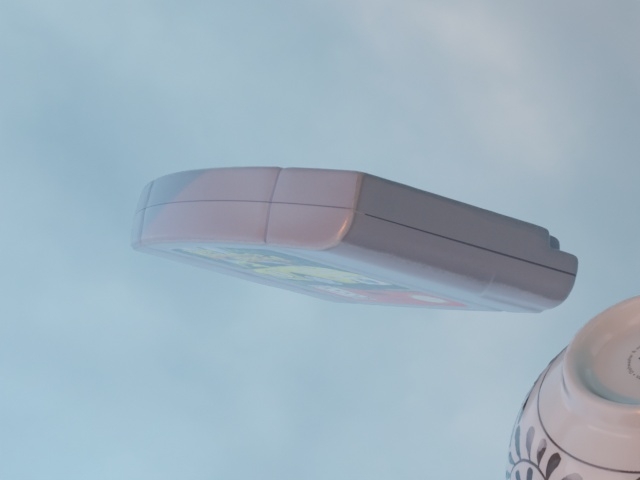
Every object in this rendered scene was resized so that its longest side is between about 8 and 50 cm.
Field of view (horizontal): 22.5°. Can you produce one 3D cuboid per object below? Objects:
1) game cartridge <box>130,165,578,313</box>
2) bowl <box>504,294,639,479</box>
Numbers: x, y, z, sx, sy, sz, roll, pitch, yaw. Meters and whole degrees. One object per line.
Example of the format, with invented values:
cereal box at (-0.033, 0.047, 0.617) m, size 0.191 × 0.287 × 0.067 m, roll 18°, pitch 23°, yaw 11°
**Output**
game cartridge at (0.000, 0.000, 1.041) m, size 0.196 × 0.294 × 0.060 m, roll 20°, pitch -100°, yaw -29°
bowl at (0.140, 0.072, 0.627) m, size 0.080 × 0.170 × 0.170 m, roll 67°, pitch -149°, yaw -29°
